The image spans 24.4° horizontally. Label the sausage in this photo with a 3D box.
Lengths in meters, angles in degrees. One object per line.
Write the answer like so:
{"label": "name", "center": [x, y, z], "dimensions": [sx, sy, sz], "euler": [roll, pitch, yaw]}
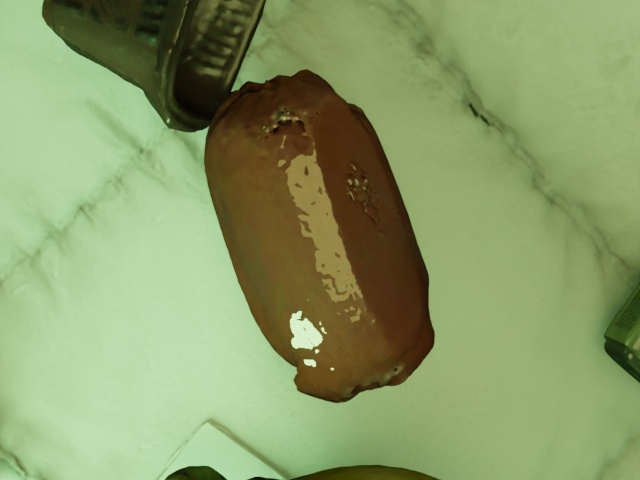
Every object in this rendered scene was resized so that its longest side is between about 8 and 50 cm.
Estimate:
{"label": "sausage", "center": [0.000, 0.000, 1.203], "dimensions": [0.152, 0.152, 0.280], "euler": [-19, 99, -7]}

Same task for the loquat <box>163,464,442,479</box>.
{"label": "loquat", "center": [0.006, 0.312, 1.154], "dimensions": [0.328, 0.328, 0.359], "euler": [-41, 85, -3]}

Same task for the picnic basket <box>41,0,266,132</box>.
{"label": "picnic basket", "center": [-0.108, -0.241, 1.141], "dimensions": [0.129, 0.222, 0.297], "euler": [21, 92, 6]}

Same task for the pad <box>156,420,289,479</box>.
{"label": "pad", "center": [-0.112, 0.288, 1.285], "dimensions": [0.156, 0.004, 0.232], "euler": [39, 89, -11]}

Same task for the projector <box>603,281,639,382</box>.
{"label": "projector", "center": [0.401, 0.096, 1.307], "dimensions": [0.269, 0.088, 0.193], "euler": [37, 88, -12]}
